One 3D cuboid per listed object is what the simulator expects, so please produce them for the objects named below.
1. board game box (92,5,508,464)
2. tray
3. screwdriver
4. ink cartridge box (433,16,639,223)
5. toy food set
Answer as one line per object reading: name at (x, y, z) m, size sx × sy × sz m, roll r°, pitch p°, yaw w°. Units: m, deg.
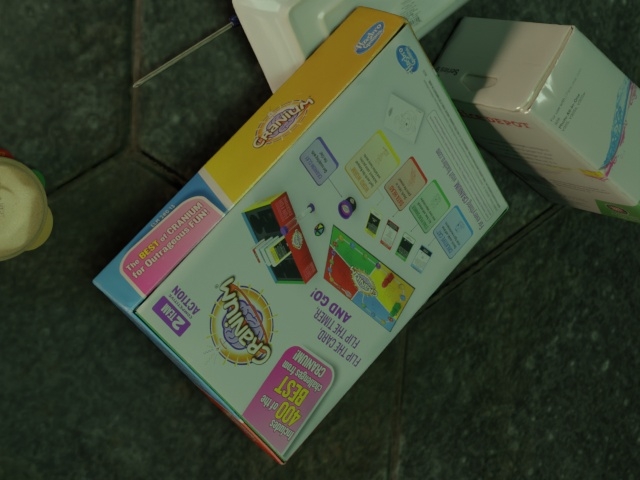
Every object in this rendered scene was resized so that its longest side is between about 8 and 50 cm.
board game box at (0.000, 0.000, 0.923) m, size 0.316 × 0.064 × 0.242 m, roll -47°, pitch 132°, yaw -13°
tray at (0.057, -0.217, 0.935) m, size 0.270 × 0.030 × 0.145 m, roll -40°, pitch 131°, yaw -18°
screwdriver at (-0.084, -0.170, 0.883) m, size 0.170 × 0.024 × 0.025 m, roll -32°, pitch 86°, yaw -19°
ink cartridge box at (0.219, -0.108, 1.004) m, size 0.212 × 0.154 × 0.093 m, roll 31°, pitch 85°, yaw -33°
toy food set at (-0.243, -0.025, 0.821) m, size 0.083 × 0.020 × 0.082 m, roll -20°, pitch 112°, yaw -26°
